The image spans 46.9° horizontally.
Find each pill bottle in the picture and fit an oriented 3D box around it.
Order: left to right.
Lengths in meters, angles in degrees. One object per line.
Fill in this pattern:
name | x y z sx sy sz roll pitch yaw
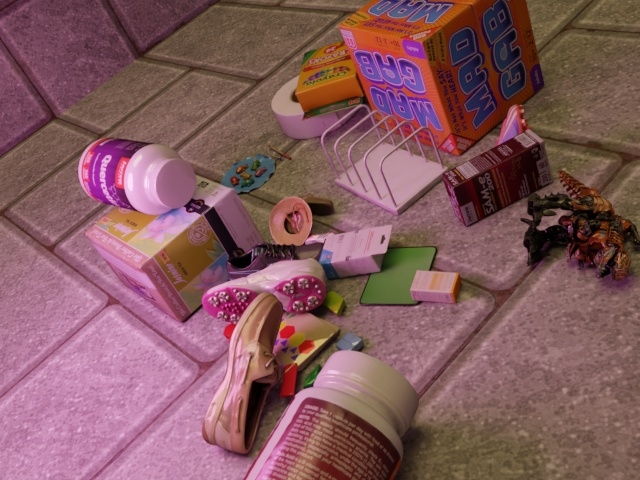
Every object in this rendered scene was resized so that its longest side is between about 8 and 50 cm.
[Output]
pill bottle | -0.471 -0.166 1.909 0.323 0.181 0.181 13 52 41
pill bottle | 0.006 0.399 1.270 0.224 0.224 0.392 7 48 37

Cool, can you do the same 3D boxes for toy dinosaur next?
toy dinosaur | 0.546 -0.031 1.564 0.219 0.164 0.322 -5 21 5

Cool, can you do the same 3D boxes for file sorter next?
file sorter | 0.164 -0.228 1.974 0.193 0.173 0.278 -39 39 -15

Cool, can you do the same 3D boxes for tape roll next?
tape roll | -0.013 -0.455 2.417 0.286 0.100 0.286 -16 37 13

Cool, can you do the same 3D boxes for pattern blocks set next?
pattern blocks set | -0.060 0.220 1.690 0.285 0.026 0.325 -35 37 -10

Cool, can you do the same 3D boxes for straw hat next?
straw hat | -0.063 -0.048 1.983 0.145 0.144 0.061 2 4 33

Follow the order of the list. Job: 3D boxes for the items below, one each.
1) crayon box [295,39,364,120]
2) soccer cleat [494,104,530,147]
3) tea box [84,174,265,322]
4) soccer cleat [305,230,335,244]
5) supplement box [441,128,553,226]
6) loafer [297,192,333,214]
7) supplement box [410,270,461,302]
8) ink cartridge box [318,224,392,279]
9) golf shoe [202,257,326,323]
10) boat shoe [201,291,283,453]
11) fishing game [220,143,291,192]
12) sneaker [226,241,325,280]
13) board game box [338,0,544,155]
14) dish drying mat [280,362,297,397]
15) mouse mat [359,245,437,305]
crayon box | 0.038 -0.509 2.300 0.202 0.081 0.318 -13 39 17
soccer cleat | 0.489 -0.266 1.902 0.095 0.083 0.248 -15 40 23
tea box | -0.394 -0.002 2.001 0.323 0.220 0.329 -45 40 -22
soccer cleat | 0.000 0.000 1.919 0.083 0.029 0.035 -14 34 9
supplement box | 0.421 -0.148 1.754 0.240 0.130 0.073 -28 37 0
loafer | -0.023 -0.104 2.035 0.148 0.056 0.050 4 53 35
supplement box | 0.254 0.102 1.627 0.099 0.036 0.062 3 46 26
ink cartridge box | 0.096 0.029 1.790 0.180 0.060 0.104 -10 39 27
golf shoe | -0.129 0.117 1.759 0.307 0.115 0.140 -9 29 13
boat shoe | -0.135 0.277 1.562 0.110 0.121 0.340 10 73 27
fishing game | -0.230 -0.217 2.314 0.264 0.041 0.189 -37 40 -14
sneaker | -0.111 0.056 1.857 0.268 0.106 0.101 -20 36 7
board game box | 0.341 -0.517 2.059 0.356 0.356 0.356 -39 38 -16
dish drying mat | -0.067 0.297 1.573 0.032 0.008 0.083 -12 39 17
mouse mat | 0.183 0.082 1.727 0.153 0.007 0.189 -2 42 29
